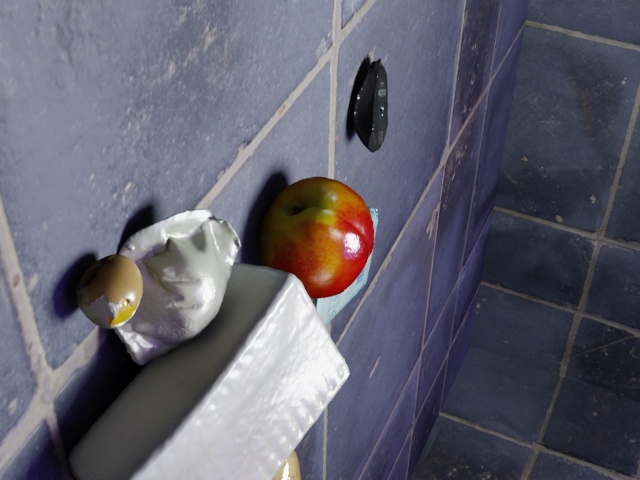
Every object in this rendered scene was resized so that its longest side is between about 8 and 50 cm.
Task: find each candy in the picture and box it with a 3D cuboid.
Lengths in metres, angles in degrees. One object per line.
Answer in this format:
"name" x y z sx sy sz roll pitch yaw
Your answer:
"candy" -0.134 0.215 1.286 0.359 0.145 0.208 -52 133 -25

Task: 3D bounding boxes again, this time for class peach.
"peach" 0.000 0.000 1.586 0.192 0.190 0.190 48 59 -49

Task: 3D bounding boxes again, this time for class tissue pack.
"tissue pack" 0.014 0.051 1.851 0.263 0.089 0.177 -39 141 -57

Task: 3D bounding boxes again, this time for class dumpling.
"dumpling" -0.186 0.048 1.218 0.155 0.111 0.181 50 46 -33

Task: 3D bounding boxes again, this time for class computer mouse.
"computer mouse" 0.089 -0.249 1.847 0.099 0.057 0.172 -21 115 -66

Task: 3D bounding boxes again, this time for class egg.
"egg" -0.232 0.054 1.115 0.071 0.071 0.083 87 25 -48

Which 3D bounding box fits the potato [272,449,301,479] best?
"potato" -0.099 0.496 1.890 0.161 0.128 0.235 -73 168 -66
